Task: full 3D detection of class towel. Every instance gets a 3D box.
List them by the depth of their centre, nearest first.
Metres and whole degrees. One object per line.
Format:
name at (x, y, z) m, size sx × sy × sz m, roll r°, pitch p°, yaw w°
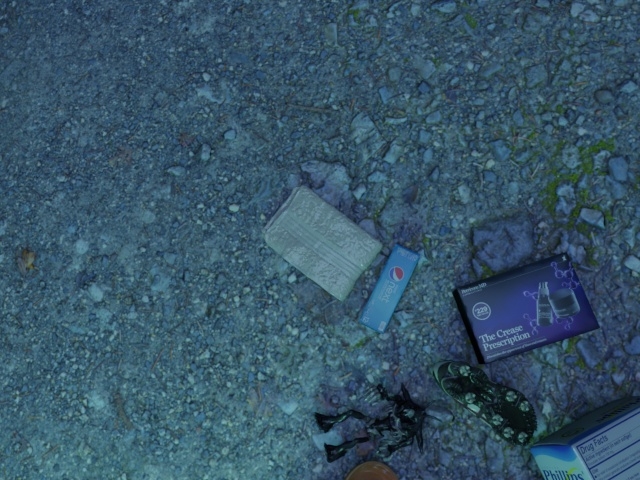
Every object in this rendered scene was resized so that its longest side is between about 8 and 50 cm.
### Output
towel at (0.000, 0.000, 1.328) m, size 0.282 × 0.049 × 0.187 m, roll 36°, pitch 86°, yaw 13°

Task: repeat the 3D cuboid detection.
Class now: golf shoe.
golf shoe at (0.371, 0.354, 1.180) m, size 0.273 × 0.120 × 0.105 m, roll 40°, pitch 79°, yaw -9°

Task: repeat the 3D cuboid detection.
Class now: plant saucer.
plant saucer at (0.108, 0.591, 1.145) m, size 0.037 × 0.200 × 0.200 m, roll -27°, pitch 70°, yaw 48°

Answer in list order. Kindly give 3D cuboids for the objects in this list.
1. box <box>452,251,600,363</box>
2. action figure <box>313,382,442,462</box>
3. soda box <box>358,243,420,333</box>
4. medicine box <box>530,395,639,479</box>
box at (0.463, 0.158, 1.203) m, size 0.261 × 0.103 × 0.184 m, roll -19°, pitch 74°, yaw 4°
action figure at (0.132, 0.415, 1.178) m, size 0.275 × 0.141 × 0.164 m, roll -18°, pitch 65°, yaw 6°
soda box at (0.168, 0.118, 1.266) m, size 0.067 × 0.071 × 0.210 m, roll 26°, pitch 83°, yaw 12°
medicine box at (0.621, 0.494, 1.037) m, size 0.263 × 0.149 × 0.289 m, roll -17°, pitch 72°, yaw -19°
